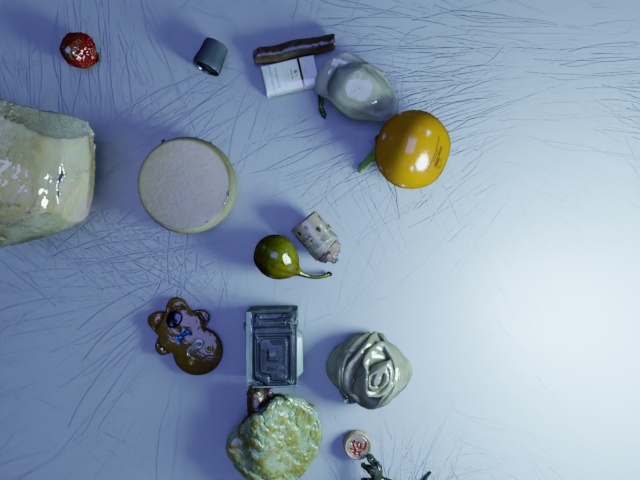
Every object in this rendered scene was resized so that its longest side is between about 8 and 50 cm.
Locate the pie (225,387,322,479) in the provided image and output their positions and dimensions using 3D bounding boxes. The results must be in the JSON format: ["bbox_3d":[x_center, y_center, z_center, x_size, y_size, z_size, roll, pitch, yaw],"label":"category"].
[{"bbox_3d":[-0.122,0.555,1.396,0.257,0.105,0.274,23,91,-11],"label":"pie"}]

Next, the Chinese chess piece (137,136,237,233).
[{"bbox_3d":[-0.365,-0.152,1.378,0.273,0.102,0.273,0,93,-1],"label":"Chinese chess piece"}]

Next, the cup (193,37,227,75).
[{"bbox_3d":[-0.313,-0.515,1.394,0.100,0.078,0.077,19,84,29],"label":"cup"}]

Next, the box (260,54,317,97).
[{"bbox_3d":[-0.085,-0.464,1.412,0.154,0.040,0.084,-13,89,-2],"label":"box"}]

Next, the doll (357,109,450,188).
[{"bbox_3d":[0.222,-0.254,1.360,0.236,0.213,0.213,24,90,40],"label":"doll"}]

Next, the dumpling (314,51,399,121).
[{"bbox_3d":[0.108,-0.417,1.372,0.250,0.132,0.162,26,93,1],"label":"dumpling"}]

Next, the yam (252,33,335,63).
[{"bbox_3d":[-0.074,-0.539,1.403,0.241,0.057,0.056,-11,91,0],"label":"yam"}]

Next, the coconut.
[{"bbox_3d":[-0.766,-0.150,1.229,0.405,0.404,0.404,0,91,-2],"label":"coconut"}]

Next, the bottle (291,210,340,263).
[{"bbox_3d":[-0.001,0.001,1.394,0.099,0.099,0.152,-42,92,-1],"label":"bottle"}]

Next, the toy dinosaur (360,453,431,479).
[{"bbox_3d":[0.210,0.673,1.400,0.179,0.087,0.187,-32,111,7],"label":"toy dinosaur"}]

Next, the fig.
[{"bbox_3d":[-0.076,0.068,1.397,0.236,0.124,0.124,27,90,-21],"label":"fig"}]

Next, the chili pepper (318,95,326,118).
[{"bbox_3d":[0.004,-0.388,1.422,0.022,0.027,0.083,-7,92,2],"label":"chili pepper"}]

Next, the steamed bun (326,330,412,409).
[{"bbox_3d":[0.137,0.370,1.377,0.211,0.144,0.218,-41,91,0],"label":"steamed bun"}]

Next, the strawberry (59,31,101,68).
[{"bbox_3d":[-0.667,-0.524,1.368,0.106,0.106,0.106,0,91,-2],"label":"strawberry"}]

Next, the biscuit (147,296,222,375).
[{"bbox_3d":[-0.379,0.277,1.418,0.180,0.039,0.236,-40,93,-2],"label":"biscuit"}]

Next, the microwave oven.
[{"bbox_3d":[-0.129,0.290,1.380,0.162,0.122,0.208,-1,91,-1],"label":"microwave oven"}]

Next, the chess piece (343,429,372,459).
[{"bbox_3d":[0.106,0.586,1.433,0.084,0.038,0.083,0,92,0],"label":"chess piece"}]
